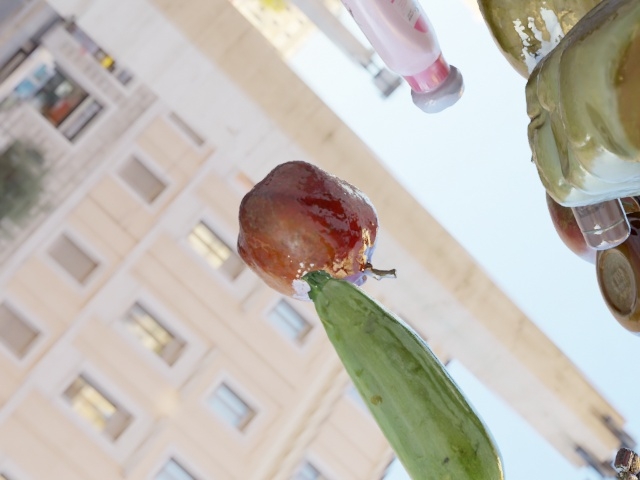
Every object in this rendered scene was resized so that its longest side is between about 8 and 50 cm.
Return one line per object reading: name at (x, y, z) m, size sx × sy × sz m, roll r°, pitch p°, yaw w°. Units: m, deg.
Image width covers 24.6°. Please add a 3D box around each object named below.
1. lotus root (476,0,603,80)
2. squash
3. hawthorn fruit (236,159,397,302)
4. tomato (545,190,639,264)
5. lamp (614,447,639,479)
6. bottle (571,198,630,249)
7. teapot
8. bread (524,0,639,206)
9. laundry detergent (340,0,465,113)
lotus root at (0.296, -0.354, 1.995) m, size 0.183 × 0.310 × 0.182 m, roll -24°, pitch -156°, yaw 11°
squash at (0.106, 0.181, 1.806) m, size 0.118 × 0.370 × 0.118 m, roll -33°, pitch 179°, yaw -1°
hawthorn fruit at (0.000, 0.000, 2.180) m, size 0.205 × 0.253 × 0.205 m, roll -46°, pitch 155°, yaw -30°
tomato at (0.545, -0.069, 2.643) m, size 0.270 × 0.222 × 0.270 m, roll -14°, pitch -127°, yaw 19°
lamp at (0.413, 0.313, 1.962) m, size 0.031 × 0.083 × 0.063 m, roll -2°, pitch -130°, yaw 30°
bottle at (0.299, -0.060, 1.633) m, size 0.053 × 0.140 × 0.053 m, roll -24°, pitch -166°, yaw 6°
teapot at (0.456, 0.026, 2.019) m, size 0.135 × 0.252 × 0.178 m, roll -10°, pitch 158°, yaw -22°
bread at (0.338, -0.155, 1.325) m, size 0.301 × 0.210 × 0.341 m, roll -11°, pitch 175°, yaw 3°
laundry detergent at (0.092, -0.318, 2.027) m, size 0.088 × 0.335 × 0.159 m, roll -23°, pitch -145°, yaw 21°
